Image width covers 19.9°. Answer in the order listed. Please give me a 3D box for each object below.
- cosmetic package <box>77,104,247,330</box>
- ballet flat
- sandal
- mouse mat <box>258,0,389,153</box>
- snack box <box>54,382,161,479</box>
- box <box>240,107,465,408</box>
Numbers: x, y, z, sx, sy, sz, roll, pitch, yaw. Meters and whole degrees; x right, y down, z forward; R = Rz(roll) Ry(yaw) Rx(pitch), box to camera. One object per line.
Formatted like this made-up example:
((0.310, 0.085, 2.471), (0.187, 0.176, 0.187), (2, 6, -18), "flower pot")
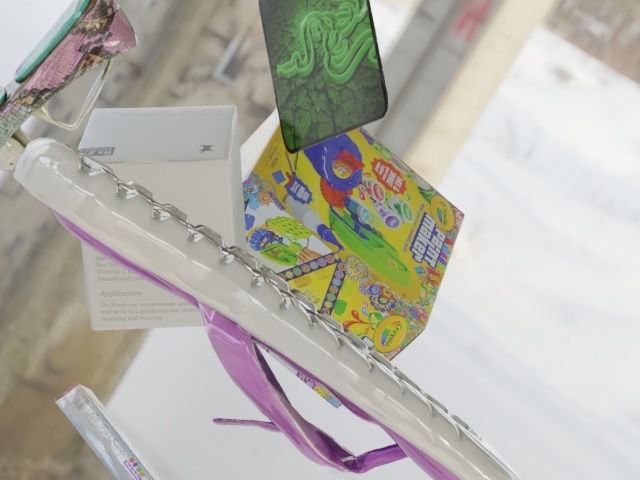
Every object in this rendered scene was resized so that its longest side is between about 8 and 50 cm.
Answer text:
((-0.155, -0.025, 1.815), (0.151, 0.183, 0.151), (-1, 24, 2), "cosmetic package")
((-0.239, -0.110, 1.503), (0.079, 0.221, 0.077), (46, 4, -22), "ballet flat")
((-0.046, 0.078, 1.249), (0.416, 0.102, 0.169), (36, 3, 9), "sandal")
((-0.001, -0.161, 1.544), (0.007, 0.152, 0.190), (-9, -4, -29), "mouse mat")
((-0.239, 0.229, 2.070), (0.141, 0.037, 0.100), (51, -4, 8), "snack box")
((0.000, 0.000, 2.262), (0.279, 0.177, 0.290), (40, 31, -9), "box")
